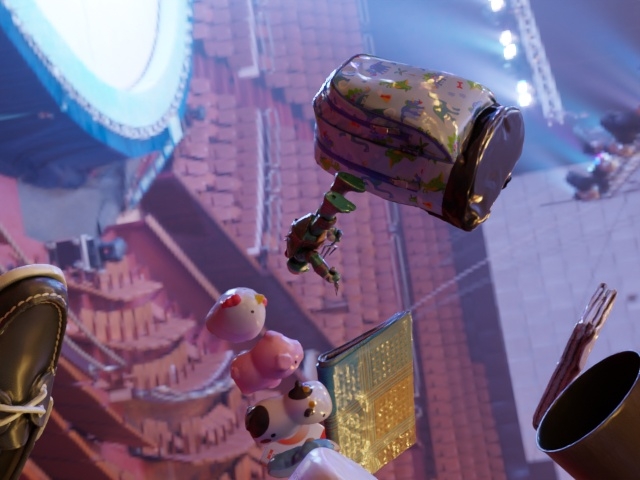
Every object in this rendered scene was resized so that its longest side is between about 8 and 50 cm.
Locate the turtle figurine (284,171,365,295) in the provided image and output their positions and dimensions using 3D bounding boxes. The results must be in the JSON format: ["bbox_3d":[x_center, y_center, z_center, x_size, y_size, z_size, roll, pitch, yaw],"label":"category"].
[{"bbox_3d":[0.000,0.000,1.556,0.175,0.118,0.234,-90,-160,-50],"label":"turtle figurine"}]

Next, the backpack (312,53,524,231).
[{"bbox_3d":[0.157,-0.195,1.638,0.290,0.356,0.273,-50,138,-39],"label":"backpack"}]

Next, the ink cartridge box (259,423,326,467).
[{"bbox_3d":[-0.035,0.496,2.116,0.045,0.179,0.145,85,27,-59],"label":"ink cartridge box"}]

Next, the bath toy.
[{"bbox_3d":[-0.087,0.224,1.535,0.129,0.151,0.348,97,-31,-64],"label":"bath toy"}]

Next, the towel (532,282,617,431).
[{"bbox_3d":[0.502,0.230,1.762,0.187,0.049,0.282,-40,151,-48],"label":"towel"}]

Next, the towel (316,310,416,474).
[{"bbox_3d":[0.108,0.362,1.979,0.040,0.271,0.370,23,-52,43],"label":"towel"}]

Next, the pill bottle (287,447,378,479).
[{"bbox_3d":[-0.030,0.404,1.025,0.169,0.301,0.169,36,-1,1],"label":"pill bottle"}]

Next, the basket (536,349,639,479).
[{"bbox_3d":[0.434,0.301,1.224,0.227,0.204,0.154,51,-32,-5],"label":"basket"}]

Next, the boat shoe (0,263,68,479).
[{"bbox_3d":[-0.292,0.155,0.813,0.091,0.114,0.302,50,-54,31],"label":"boat shoe"}]
